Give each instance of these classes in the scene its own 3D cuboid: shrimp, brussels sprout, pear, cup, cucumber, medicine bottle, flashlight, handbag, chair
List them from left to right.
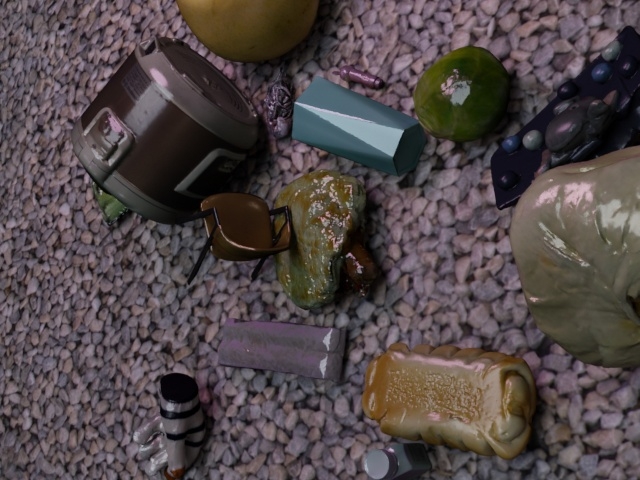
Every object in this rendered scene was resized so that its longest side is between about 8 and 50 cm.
[{"bbox_3d":[-0.453,-0.138,2.340,0.193,0.086,0.115,-38,104,24],"label":"cucumber"},{"bbox_3d":[-0.159,-0.012,1.989,0.247,0.158,0.172,-40,58,54],"label":"chair"},{"bbox_3d":[-0.153,-0.516,2.061,0.309,0.309,0.309,-9,76,36],"label":"pear"},{"bbox_3d":[-0.083,-0.293,2.107,0.065,0.056,0.165,10,97,53],"label":"shrimp"},{"bbox_3d":[0.077,-0.320,2.007,0.110,0.052,0.031,25,132,32],"label":"flashlight"},{"bbox_3d":[0.075,-0.213,1.921,0.235,0.148,0.134,24,99,33],"label":"cup"},{"bbox_3d":[0.129,0.388,1.765,0.074,0.118,0.055,-33,63,29],"label":"medicine bottle"},{"bbox_3d":[0.250,-0.250,1.792,0.161,0.144,0.181,47,134,13],"label":"brussels sprout"},{"bbox_3d":[0.403,-0.176,1.586,0.118,0.269,0.326,40,113,-10],"label":"handbag"}]

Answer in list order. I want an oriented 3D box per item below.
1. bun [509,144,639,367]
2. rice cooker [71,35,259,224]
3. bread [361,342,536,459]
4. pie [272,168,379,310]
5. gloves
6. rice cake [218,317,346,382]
[{"bbox_3d":[0.443,0.031,1.450,0.361,0.361,0.213,-35,20,26],"label":"bun"},{"bbox_3d":[-0.327,-0.214,2.103,0.325,0.335,0.335,-46,57,16],"label":"rice cooker"},{"bbox_3d":[0.216,0.263,1.723,0.311,0.121,0.173,5,80,38],"label":"bread"},{"bbox_3d":[-0.006,0.000,1.960,0.257,0.105,0.274,-25,65,42],"label":"pie"},{"bbox_3d":[-0.298,0.394,2.100,0.140,0.131,0.219,24,126,36],"label":"gloves"},{"bbox_3d":[-0.079,0.211,2.002,0.298,0.050,0.106,2,82,38],"label":"rice cake"}]
